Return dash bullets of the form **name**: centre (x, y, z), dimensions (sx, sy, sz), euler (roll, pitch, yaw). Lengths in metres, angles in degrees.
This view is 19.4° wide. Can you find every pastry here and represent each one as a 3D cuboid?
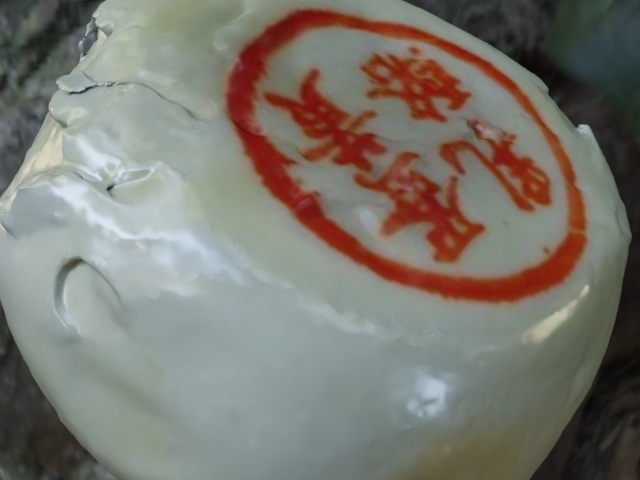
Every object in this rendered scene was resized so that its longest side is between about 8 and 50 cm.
- **pastry**: centre (-0.002, 0.001, 0.745), dimensions (0.265, 0.133, 0.265), euler (14, 42, -13)

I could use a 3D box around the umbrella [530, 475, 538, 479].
- **umbrella**: centre (0.079, 0.144, 0.974), dimensions (0.071, 0.248, 0.071), euler (0, 90, -6)
